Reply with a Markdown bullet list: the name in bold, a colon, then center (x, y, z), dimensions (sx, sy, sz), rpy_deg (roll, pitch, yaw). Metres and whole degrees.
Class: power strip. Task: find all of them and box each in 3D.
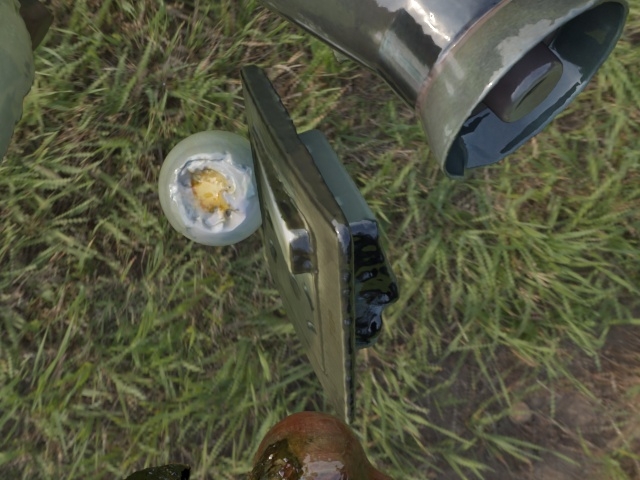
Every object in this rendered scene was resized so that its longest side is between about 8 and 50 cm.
- **power strip**: center (0.001, -0.002, 0.825), dimensions (0.092, 0.257, 0.251), rpy_deg (-19, 136, -8)

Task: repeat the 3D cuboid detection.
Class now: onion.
- **onion**: center (-0.025, 0.553, 1.927), dimensions (0.353, 0.353, 0.354), rpy_deg (-2, 100, -10)

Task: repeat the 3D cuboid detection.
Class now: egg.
- **egg**: center (-0.161, -0.084, 1.404), dimensions (0.182, 0.217, 0.183), rpy_deg (1, 100, 3)

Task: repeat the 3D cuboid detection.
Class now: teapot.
- **teapot**: center (0.083, -0.256, 0.763), dimensions (0.253, 0.300, 0.344), rpy_deg (-25, 67, -40)

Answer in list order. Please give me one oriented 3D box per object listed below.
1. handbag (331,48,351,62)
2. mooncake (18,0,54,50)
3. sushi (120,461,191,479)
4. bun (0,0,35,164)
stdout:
- **handbag**: center (0.154, -0.434, 1.527), dimensions (0.315, 0.109, 0.241), rpy_deg (-13, 74, 14)
- **mooncake**: center (-0.604, -0.383, 1.427), dimensions (0.333, 0.174, 0.326), rpy_deg (3, 114, 2)
- **sushi**: center (-0.400, 0.567, 1.738), dimensions (0.348, 0.208, 0.234), rpy_deg (-35, 139, 12)
- **bun**: center (-0.404, -0.117, 0.662), dimensions (0.364, 0.364, 0.202), rpy_deg (-36, 141, -2)
